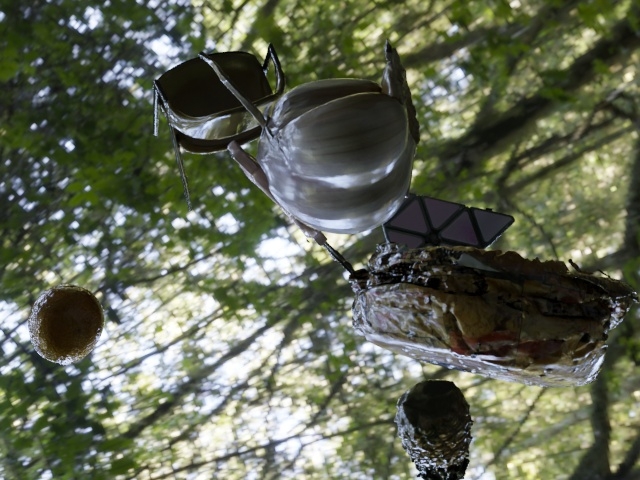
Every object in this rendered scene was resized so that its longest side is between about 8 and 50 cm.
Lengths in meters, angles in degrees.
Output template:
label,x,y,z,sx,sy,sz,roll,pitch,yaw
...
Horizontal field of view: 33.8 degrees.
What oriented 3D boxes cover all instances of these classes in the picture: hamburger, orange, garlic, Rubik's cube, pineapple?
label,x,y,z,sx,sy,sz,roll,pitch,yaw
hamburger,0.139,0.060,0.856,0.231,0.231,0.107,16,-94,-30
orange,-0.264,0.087,1.094,0.085,0.085,0.085,14,-115,-31
garlic,0.011,-0.139,1.104,0.257,0.207,0.207,50,-129,3
Rubik's cube,0.127,0.028,1.498,0.190,0.211,0.178,33,-135,-8
pineapple,0.165,0.286,1.426,0.108,0.108,0.198,-39,-56,-39

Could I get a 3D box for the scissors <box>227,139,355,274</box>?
label,x,y,z,sx,sy,sz,roll,pitch,yaw
scissors,0.000,0.000,1.298,0.024,0.160,0.317,-43,-75,1

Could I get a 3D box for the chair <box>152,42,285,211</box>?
label,x,y,z,sx,sy,sz,roll,pitch,yaw
chair,-0.126,-0.166,1.365,0.158,0.247,0.172,-20,-115,-13
